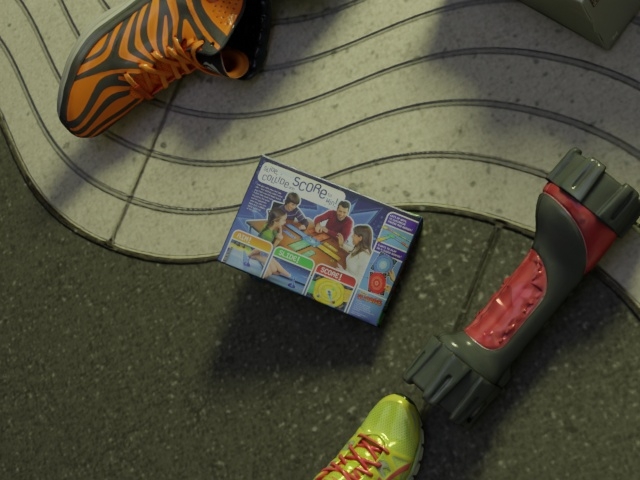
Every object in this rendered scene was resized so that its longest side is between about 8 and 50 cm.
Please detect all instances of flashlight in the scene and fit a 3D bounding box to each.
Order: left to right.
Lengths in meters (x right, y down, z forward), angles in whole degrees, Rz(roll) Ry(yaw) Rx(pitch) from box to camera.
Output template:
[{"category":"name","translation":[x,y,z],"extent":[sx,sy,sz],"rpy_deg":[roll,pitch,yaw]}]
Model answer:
[{"category":"flashlight","translation":[0.207,0.048,1.264],"extent":[0.304,0.103,0.103],"rpy_deg":[-50,61,5]}]

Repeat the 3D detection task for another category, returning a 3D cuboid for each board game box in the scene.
[{"category":"board game box","translation":[0.000,0.000,1.384],"extent":[0.201,0.035,0.136],"rpy_deg":[23,86,10]}]

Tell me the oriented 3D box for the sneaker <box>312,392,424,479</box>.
[{"category":"sneaker","translation":[0.039,0.257,1.291],"extent":[0.081,0.094,0.208],"rpy_deg":[27,87,32]}]

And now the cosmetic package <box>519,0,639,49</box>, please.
[{"category":"cosmetic package","translation":[0.243,-0.323,1.345],"extent":[0.238,0.127,0.107],"rpy_deg":[34,91,29]}]

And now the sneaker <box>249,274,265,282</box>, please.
[{"category":"sneaker","translation":[-0.053,-0.013,1.450],"extent":[0.058,0.052,0.135],"rpy_deg":[22,80,41]}]

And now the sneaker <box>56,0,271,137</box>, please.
[{"category":"sneaker","translation":[-0.193,-0.233,1.537],"extent":[0.321,0.124,0.180],"rpy_deg":[-50,59,5]}]
